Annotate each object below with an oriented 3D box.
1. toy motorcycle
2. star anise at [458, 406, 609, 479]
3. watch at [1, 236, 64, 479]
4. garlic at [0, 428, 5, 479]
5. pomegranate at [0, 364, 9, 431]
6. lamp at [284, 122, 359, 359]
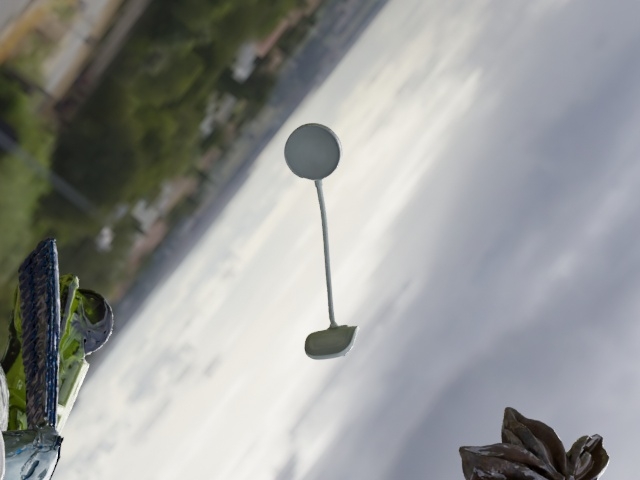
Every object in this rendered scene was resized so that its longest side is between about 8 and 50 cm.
[{"bbox_3d":[-0.412,0.201,2.388,0.142,0.206,0.342,99,11,-82],"label":"toy motorcycle"},{"bbox_3d":[0.224,0.258,1.796,0.073,0.197,0.212,-55,-169,40],"label":"star anise"},{"bbox_3d":[-0.287,0.104,1.461,0.276,0.274,0.068,-5,130,-40],"label":"watch"},{"bbox_3d":[-0.331,0.060,1.251,0.143,0.318,0.112,-27,-168,-27],"label":"garlic"},{"bbox_3d":[-0.449,0.221,2.131,0.242,0.306,0.242,-57,-167,20],"label":"pomegranate"},{"bbox_3d":[0.000,0.000,1.520,0.050,0.198,0.056,-5,-169,15],"label":"lamp"}]
